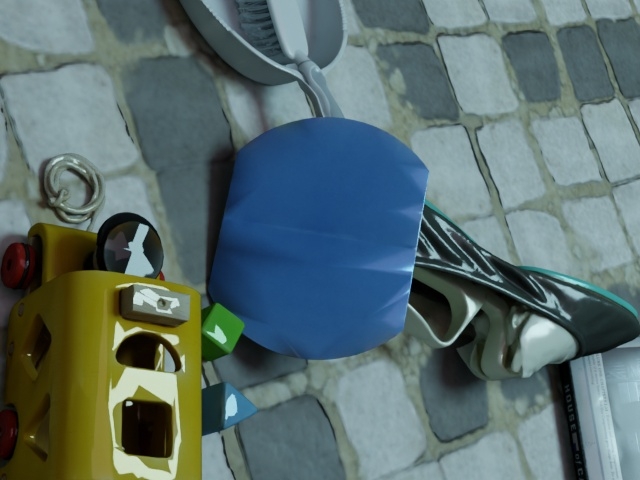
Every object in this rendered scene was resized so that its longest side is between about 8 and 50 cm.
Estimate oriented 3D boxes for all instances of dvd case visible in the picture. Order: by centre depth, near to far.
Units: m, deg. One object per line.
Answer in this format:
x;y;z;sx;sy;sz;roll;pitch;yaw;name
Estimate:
0.324;0.167;0.927;0.239;0.029;0.179;-1;71;-11;dvd case

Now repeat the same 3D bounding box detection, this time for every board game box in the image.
0.000;0.000;0.756;0.133;0.033;0.168;8;75;8;board game box

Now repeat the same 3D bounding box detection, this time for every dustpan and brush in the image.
-0.022;-0.141;0.812;0.147;0.060;0.211;-10;79;-41;dustpan and brush

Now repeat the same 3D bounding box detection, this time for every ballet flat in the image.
0.117;0.048;0.839;0.281;0.095;0.096;26;67;-17;ballet flat

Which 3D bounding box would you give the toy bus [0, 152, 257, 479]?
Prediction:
-0.116;0.054;0.627;0.202;0.104;0.191;53;48;-10;toy bus
